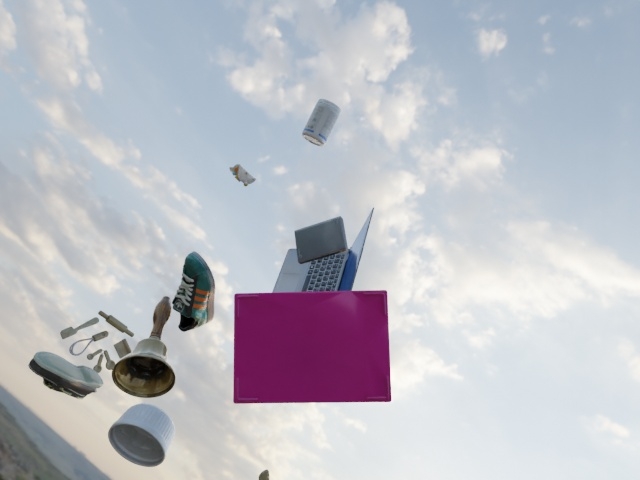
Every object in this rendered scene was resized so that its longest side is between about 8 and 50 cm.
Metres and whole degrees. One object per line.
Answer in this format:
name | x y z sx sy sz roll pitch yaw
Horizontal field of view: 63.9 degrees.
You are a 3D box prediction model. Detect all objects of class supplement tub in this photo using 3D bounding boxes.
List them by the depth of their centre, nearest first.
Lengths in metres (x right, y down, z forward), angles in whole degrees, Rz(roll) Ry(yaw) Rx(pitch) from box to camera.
supplement tub | 0.002 -0.311 1.359 0.070 0.107 0.071 26 -5 2

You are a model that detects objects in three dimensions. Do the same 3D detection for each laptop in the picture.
laptop | -0.023 0.114 1.679 0.407 0.382 0.236 0 -39 25

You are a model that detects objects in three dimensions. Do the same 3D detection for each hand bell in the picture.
hand bell | -0.365 0.209 1.132 0.126 0.242 0.126 -2 -55 -4

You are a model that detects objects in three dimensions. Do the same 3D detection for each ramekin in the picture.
ramekin | -0.587 0.642 1.714 0.207 0.109 0.207 7 -60 12

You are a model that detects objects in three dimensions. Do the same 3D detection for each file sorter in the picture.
file sorter | -0.012 0.209 1.036 0.290 0.202 0.182 -2 -9 3

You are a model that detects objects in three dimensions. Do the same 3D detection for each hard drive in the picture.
hard drive | 0.000 0.000 1.333 0.135 0.094 0.022 -17 -26 18

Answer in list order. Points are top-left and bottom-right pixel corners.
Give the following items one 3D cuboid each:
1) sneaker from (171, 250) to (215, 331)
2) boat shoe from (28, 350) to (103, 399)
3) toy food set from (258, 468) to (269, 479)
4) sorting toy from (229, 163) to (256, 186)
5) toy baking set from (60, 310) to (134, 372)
sneaker | -0.418 0.179 1.668 0.108 0.121 0.302 29 -48 31
boat shoe | -0.614 0.330 1.225 0.081 0.068 0.228 43 -9 31
toy food set | -0.182 0.563 1.057 0.038 0.191 0.133 43 -36 44
sorting toy | -0.268 -0.217 1.694 0.075 0.045 0.083 28 -10 45
toy baking set | -0.789 0.356 1.842 0.030 0.197 0.256 -13 -52 38
